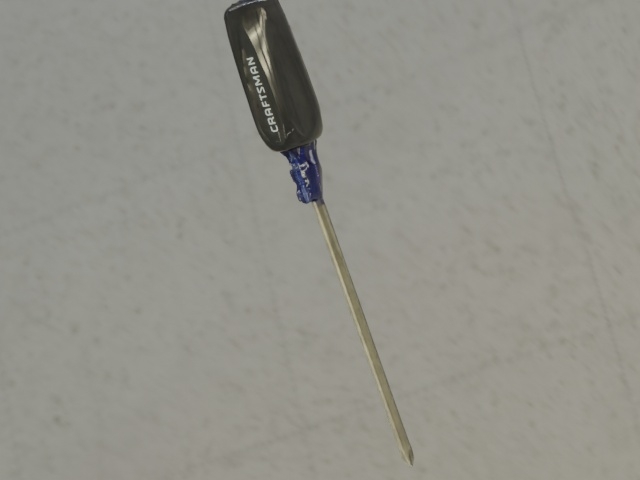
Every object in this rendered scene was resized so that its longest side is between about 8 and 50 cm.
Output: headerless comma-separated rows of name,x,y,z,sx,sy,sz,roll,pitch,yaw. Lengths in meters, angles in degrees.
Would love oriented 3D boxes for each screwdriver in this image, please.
screwdriver,0.000,0.000,0.653,0.025,0.024,0.170,-14,102,3
